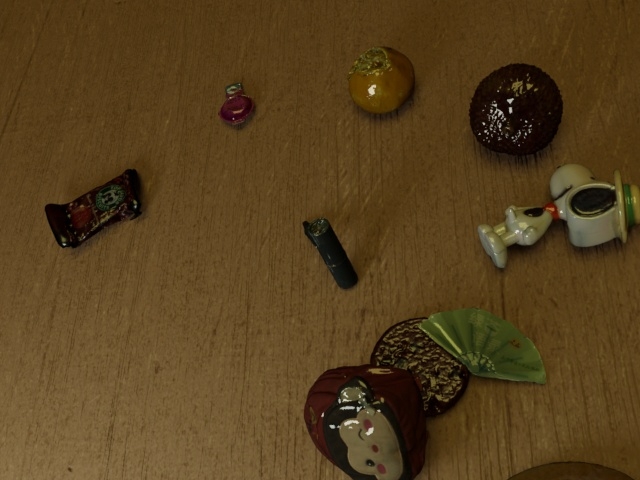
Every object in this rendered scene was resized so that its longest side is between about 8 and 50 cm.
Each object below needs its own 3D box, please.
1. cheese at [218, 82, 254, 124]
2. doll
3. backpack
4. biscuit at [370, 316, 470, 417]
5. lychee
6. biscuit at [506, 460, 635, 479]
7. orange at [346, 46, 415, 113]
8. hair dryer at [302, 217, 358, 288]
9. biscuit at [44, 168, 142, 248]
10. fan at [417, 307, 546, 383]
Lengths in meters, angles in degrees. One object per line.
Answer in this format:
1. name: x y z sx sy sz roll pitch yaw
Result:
1. cheese: -0.211 -0.340 1.588 0.095 0.038 0.145 -16 54 7
2. doll: 0.448 -0.030 1.183 0.271 0.144 0.208 -37 38 -8
3. backpack: 0.071 0.306 1.087 0.229 0.229 0.139 19 30 25
4. biscuit: 0.180 0.231 1.167 0.192 0.049 0.192 -6 56 9
5. lychee: 0.393 -0.263 1.287 0.194 0.194 0.195 -7 62 13
6. biscuit: 0.404 0.526 0.930 0.350 0.070 0.395 -12 60 11
7. orange: 0.137 -0.364 1.440 0.154 0.134 0.155 -3 63 7
8. hair dryer: -0.007 -0.012 1.296 0.050 0.173 0.195 -33 44 -7
9. biscuit: -0.534 -0.077 1.533 0.235 0.063 0.151 -28 59 -2
10. fan: 0.295 0.185 1.149 0.240 0.009 0.131 22 56 14
